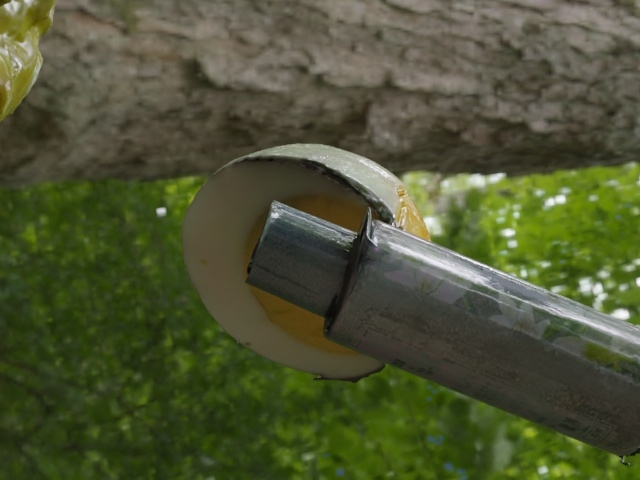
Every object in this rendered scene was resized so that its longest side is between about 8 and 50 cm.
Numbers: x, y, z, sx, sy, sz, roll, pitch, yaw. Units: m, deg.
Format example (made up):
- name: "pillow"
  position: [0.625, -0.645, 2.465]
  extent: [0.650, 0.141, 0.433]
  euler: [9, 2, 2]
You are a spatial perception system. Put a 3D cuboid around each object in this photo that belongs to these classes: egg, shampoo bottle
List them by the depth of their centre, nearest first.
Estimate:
- name: "shampoo bottle"
  position: [0.067, 0.040, 0.572]
  extent: [0.072, 0.214, 0.072]
  euler: [-158, -90, -86]
- name: "egg"
  position: [0.000, 0.000, 1.478]
  extent: [0.337, 0.201, 0.337]
  euler: [9, -57, 14]

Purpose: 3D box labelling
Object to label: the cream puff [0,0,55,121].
- name: "cream puff"
  position: [-0.407, -0.232, 1.031]
  extent: [0.275, 0.378, 0.378]
  euler: [26, -62, 58]
